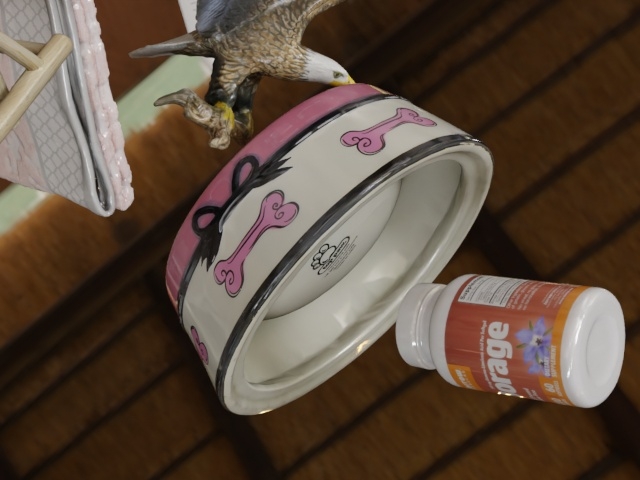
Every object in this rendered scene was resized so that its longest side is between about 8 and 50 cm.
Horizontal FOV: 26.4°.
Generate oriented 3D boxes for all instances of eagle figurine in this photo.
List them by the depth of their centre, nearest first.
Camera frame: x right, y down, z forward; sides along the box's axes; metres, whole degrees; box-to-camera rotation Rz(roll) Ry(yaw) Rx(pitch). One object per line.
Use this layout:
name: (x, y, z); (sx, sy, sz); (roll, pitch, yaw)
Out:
eagle figurine: (-0.041, -0.241, 1.488); (0.226, 0.225, 0.298); (37, -78, 51)

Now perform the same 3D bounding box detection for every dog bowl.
dog bowl: (0.000, 0.000, 1.527); (0.408, 0.150, 0.408); (-38, 159, -18)

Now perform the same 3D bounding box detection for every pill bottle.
pill bottle: (0.190, 0.098, 1.396); (0.216, 0.121, 0.121); (5, -136, 37)

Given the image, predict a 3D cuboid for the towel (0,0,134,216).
towel: (-0.324, -0.201, 1.340); (0.317, 0.331, 0.053); (20, -141, 40)

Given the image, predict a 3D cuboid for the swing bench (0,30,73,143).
swing bench: (-0.365, -0.084, 1.015); (0.253, 0.165, 0.254); (12, -104, 34)

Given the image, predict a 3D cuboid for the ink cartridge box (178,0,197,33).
ink cartridge box: (-0.181, -0.426, 2.142); (0.086, 0.203, 0.148); (-14, -173, 12)
